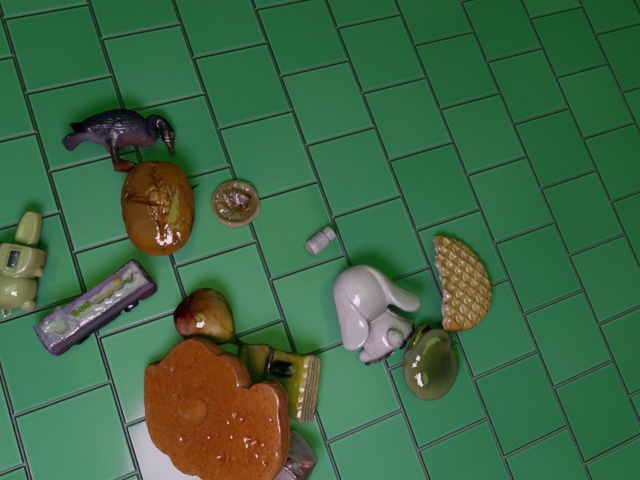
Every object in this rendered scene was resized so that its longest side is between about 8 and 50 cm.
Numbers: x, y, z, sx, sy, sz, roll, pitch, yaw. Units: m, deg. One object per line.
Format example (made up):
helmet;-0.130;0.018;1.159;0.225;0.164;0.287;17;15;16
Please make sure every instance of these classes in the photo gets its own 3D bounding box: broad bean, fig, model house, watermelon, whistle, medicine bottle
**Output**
broad bean;0.328;0.365;1.537;0.170;0.100;0.227;-12;83;-6
fig;-0.280;0.242;1.429;0.257;0.159;0.159;38;73;-25
model house;-0.106;0.396;1.418;0.234;0.175;0.193;20;71;-40
watermelon;-0.172;0.559;1.348;0.305;0.180;0.224;26;55;22
whistle;-0.798;0.061;1.358;0.131;0.106;0.288;10;78;-8
medicine bottle;0.000;0.000;1.565;0.089;0.052;0.052;-40;89;-16

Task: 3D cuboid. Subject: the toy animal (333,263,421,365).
toy animal;0.147;0.217;1.488;0.289;0.174;0.249;34;73;-5

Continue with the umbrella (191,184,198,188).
umbrella;-0.418;-0.139;1.528;0.122;0.013;0.022;-25;65;-14

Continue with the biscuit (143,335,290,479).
biscuit;-0.277;0.442;1.294;0.456;0.078;0.349;26;98;24

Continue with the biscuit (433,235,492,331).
biscuit;0.452;0.134;1.606;0.205;0.040;0.308;9;65;-23

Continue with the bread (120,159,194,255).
bread;-0.450;-0.089;1.435;0.196;0.142;0.269;-4;86;-7

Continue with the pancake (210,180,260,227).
pancake;-0.256;-0.114;1.549;0.152;0.025;0.151;2;79;-10

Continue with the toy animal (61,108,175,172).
toy animal;-0.574;-0.293;1.472;0.299;0.122;0.185;5;82;-17

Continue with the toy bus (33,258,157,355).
toy bus;-0.598;0.177;1.360;0.317;0.138;0.112;-38;87;-18
